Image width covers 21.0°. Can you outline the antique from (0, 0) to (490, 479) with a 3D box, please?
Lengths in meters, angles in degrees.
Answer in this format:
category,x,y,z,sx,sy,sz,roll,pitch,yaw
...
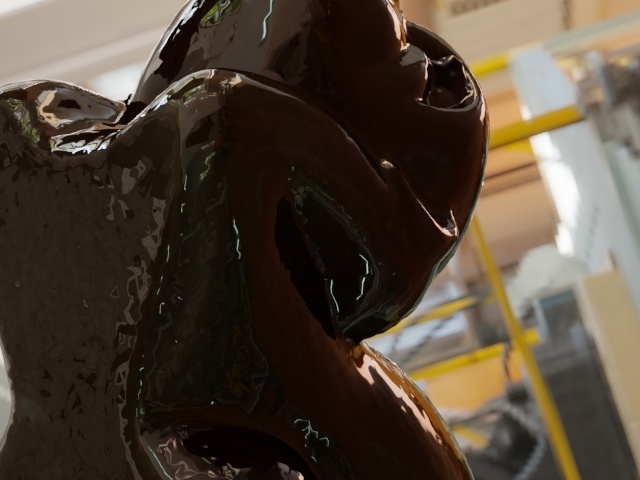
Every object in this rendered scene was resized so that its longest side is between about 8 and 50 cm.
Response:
category,x,y,z,sx,sy,sz,roll,pitch,yaw
antique,-0.013,0.044,0.484,0.121,0.143,0.257,8,102,50
